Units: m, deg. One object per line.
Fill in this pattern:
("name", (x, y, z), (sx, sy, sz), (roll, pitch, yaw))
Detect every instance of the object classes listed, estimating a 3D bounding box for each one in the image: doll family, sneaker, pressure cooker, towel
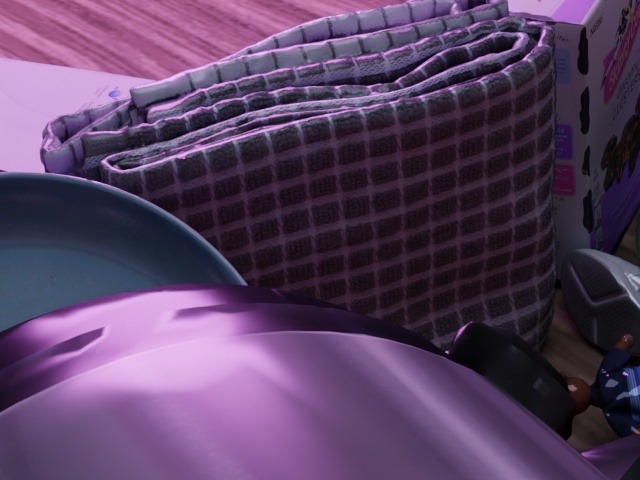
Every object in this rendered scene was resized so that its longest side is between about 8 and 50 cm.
("doll family", (0.185, 0.124, 0.967), (0.111, 0.076, 0.193), (-10, 29, 4))
("sneaker", (0.208, 0.047, 1.096), (0.061, 0.054, 0.152), (-15, 35, -38))
("pressure cooker", (-0.011, 0.215, 0.586), (0.370, 0.375, 0.420), (21, 12, -37))
("towel", (0.000, 0.000, 1.039), (0.283, 0.235, 0.121), (-18, 41, -15))

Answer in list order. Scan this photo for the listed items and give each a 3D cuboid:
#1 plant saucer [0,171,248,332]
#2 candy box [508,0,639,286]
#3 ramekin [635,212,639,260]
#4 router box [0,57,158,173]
("plant saucer", (-0.160, 0.120, 0.889), (0.317, 0.044, 0.318), (-3, 70, 9))
("candy box", (0.166, -0.095, 1.174), (0.070, 0.196, 0.165), (10, 38, 24))
("ramekin", (0.343, -0.050, 1.065), (0.303, 0.148, 0.303), (1, 26, 0))
("router box", (-0.267, -0.007, 1.231), (0.301, 0.082, 0.335), (10, 38, 24))
